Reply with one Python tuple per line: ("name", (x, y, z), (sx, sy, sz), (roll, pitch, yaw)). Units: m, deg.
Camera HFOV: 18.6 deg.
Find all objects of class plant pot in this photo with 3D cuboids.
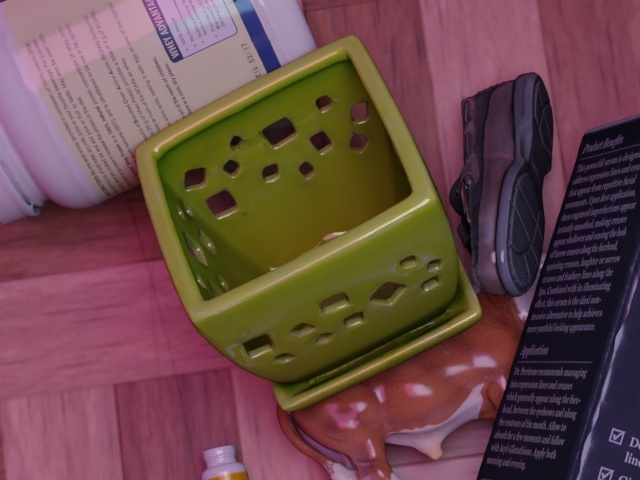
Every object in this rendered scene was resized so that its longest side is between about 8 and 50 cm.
("plant pot", (0.000, 0.000, 1.670), (0.227, 0.207, 0.228), (-27, 47, 6))

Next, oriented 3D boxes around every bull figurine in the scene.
("bull figurine", (0.121, 0.136, 1.742), (0.310, 0.101, 0.188), (-24, 76, 0))

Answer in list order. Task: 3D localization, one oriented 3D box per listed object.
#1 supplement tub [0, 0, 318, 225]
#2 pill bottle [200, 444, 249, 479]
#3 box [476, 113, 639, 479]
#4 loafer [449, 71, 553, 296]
("supplement tub", (-0.181, -0.171, 1.763), (0.324, 0.235, 0.235), (-25, 78, 0))
("pill bottle", (-0.084, 0.230, 1.776), (0.043, 0.043, 0.083), (-14, 79, 3))
("box", (0.329, 0.125, 1.624), (0.293, 0.212, 0.396), (20, 82, -13))
("loafer", (0.154, -0.044, 1.739), (0.084, 0.096, 0.268), (-8, 39, 21))
